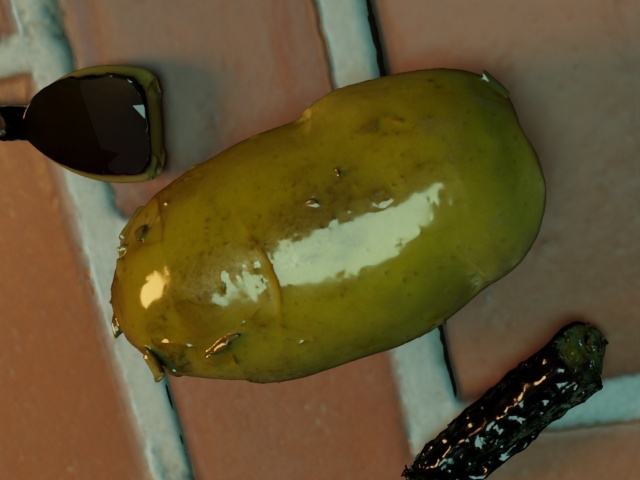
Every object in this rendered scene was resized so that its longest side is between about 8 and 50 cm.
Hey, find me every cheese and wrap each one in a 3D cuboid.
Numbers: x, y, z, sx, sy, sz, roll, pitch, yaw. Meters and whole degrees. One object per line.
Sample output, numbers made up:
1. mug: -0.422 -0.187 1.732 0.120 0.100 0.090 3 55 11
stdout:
1. cheese: -0.196 -0.085 0.717 0.163 0.036 0.086 1 109 12

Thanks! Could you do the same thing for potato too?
1. potato: 0.000 0.000 0.647 0.300 0.140 0.172 -24 93 11

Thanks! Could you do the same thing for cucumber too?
1. cucumber: 0.133 0.127 0.703 0.053 0.053 0.181 46 112 -4
